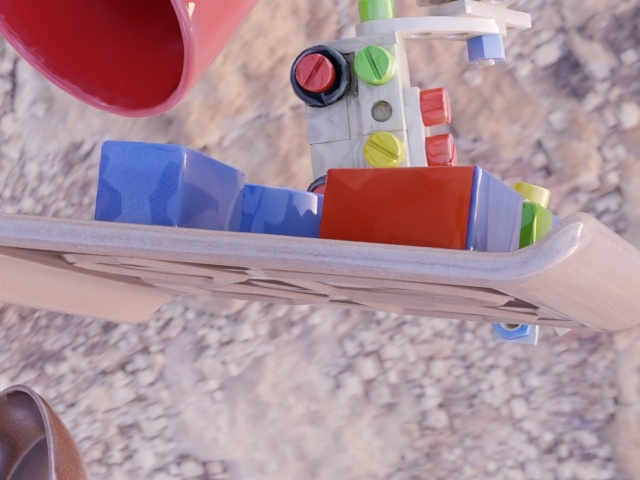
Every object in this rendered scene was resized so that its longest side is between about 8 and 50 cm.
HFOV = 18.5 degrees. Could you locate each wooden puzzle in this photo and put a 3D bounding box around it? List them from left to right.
[{"bbox_3d":[0.000,0.000,1.086,0.347,0.322,0.081,0,84,17],"label":"wooden puzzle"}]

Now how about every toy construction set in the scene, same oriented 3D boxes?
[{"bbox_3d":[0.096,-0.075,1.533,0.215,0.151,0.328,-7,69,14],"label":"toy construction set"}]

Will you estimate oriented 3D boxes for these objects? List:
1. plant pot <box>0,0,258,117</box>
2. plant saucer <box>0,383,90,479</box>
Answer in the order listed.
[{"bbox_3d":[-0.143,-0.280,1.704,0.275,0.275,0.243,47,58,-4],"label":"plant pot"},{"bbox_3d":[-0.131,0.144,0.805,0.029,0.168,0.168,17,75,-24],"label":"plant saucer"}]
